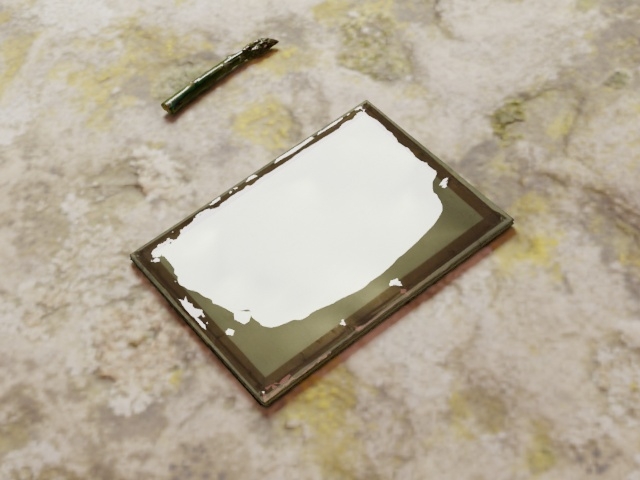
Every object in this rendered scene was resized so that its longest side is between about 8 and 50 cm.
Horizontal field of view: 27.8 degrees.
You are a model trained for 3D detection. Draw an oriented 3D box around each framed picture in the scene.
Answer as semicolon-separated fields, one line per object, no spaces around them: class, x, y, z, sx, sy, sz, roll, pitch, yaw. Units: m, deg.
framed picture;0.000;0.000;0.939;0.231;0.010;0.173;-34;55;-18

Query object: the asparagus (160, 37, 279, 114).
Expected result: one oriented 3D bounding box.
asparagus;-0.082;-0.137;1.055;0.114;0.014;0.015;-38;91;-19
